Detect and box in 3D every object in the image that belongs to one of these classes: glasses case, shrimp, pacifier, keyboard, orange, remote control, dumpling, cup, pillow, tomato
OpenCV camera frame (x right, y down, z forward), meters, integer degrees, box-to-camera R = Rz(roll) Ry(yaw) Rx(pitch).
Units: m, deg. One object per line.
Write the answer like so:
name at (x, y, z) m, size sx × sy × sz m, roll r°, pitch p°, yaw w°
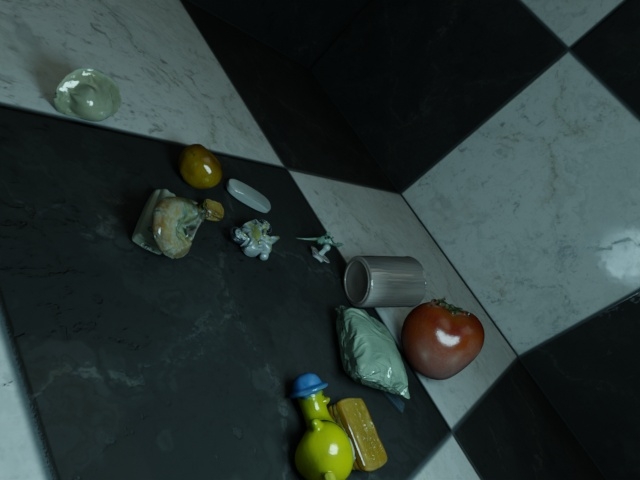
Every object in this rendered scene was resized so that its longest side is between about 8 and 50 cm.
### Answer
glasses case at (-0.268, -0.166, 1.700) m, size 0.193 × 0.049 × 0.074 m, roll 31°, pitch 31°, yaw -33°
shrimp at (-0.386, -0.039, 1.276) m, size 0.317 × 0.077 × 0.168 m, roll -21°, pitch 110°, yaw -80°
pacifier at (0.008, 0.044, 1.807) m, size 0.099 × 0.078 × 0.081 m, roll 38°, pitch 13°, yaw -19°
keyboard at (0.228, 0.516, 1.570) m, size 0.176 × 0.014 × 0.055 m, roll 50°, pitch 25°, yaw 3°
orange at (-0.406, -0.244, 1.521) m, size 0.156 × 0.134 × 0.156 m, roll 48°, pitch -17°, yaw 20°
remote control at (-0.454, -0.061, 1.272) m, size 0.090 × 0.049 × 0.230 m, roll 36°, pitch 30°, yaw -29°
dumpling at (-0.672, -0.430, 1.329) m, size 0.111 × 0.155 × 0.181 m, roll 22°, pitch 38°, yaw 1°
cup at (0.241, 0.142, 1.815) m, size 0.273 × 0.208 × 0.288 m, roll 2°, pitch 40°, yaw -29°
pillow at (0.174, 0.376, 1.536) m, size 0.283 × 0.138 × 0.310 m, roll 35°, pitch 23°, yaw -31°
tomato at (0.470, 0.393, 1.786) m, size 0.321 × 0.321 × 0.321 m, roll 36°, pitch 29°, yaw -23°

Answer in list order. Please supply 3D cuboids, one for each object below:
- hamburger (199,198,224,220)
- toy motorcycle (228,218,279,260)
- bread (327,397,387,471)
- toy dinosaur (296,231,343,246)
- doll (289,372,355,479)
hamburger at (-0.355, -0.097, 1.480) m, size 0.083 × 0.044 × 0.076 m, roll 20°, pitch 36°, yaw -48°
toy motorcycle at (-0.214, -0.002, 1.536) m, size 0.151 × 0.074 × 0.229 m, roll 54°, pitch 25°, yaw 6°
bread at (0.101, 0.543, 1.270) m, size 0.116 × 0.077 × 0.200 m, roll 14°, pitch 44°, yaw -51°
toy dinosaur at (-0.001, 0.004, 1.844) m, size 0.106 × 0.188 × 0.044 m, roll 78°, pitch 6°, yaw -74°
doll at (-0.001, 0.496, 1.142) m, size 0.363 × 0.145 × 0.199 m, roll -111°, pitch -172°, yaw -52°
